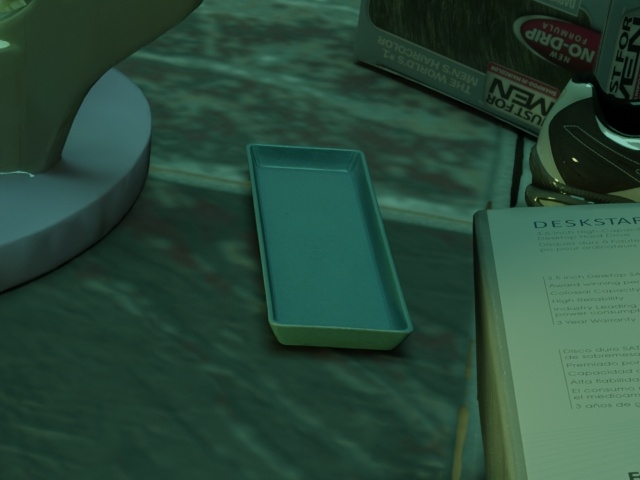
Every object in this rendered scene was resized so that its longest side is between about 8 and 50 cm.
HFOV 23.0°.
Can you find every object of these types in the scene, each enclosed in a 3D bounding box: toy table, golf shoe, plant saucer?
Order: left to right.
[{"bbox_3d":[-0.180,-0.096,0.783,0.252,0.161,0.274,9,29,3],"label":"toy table"},{"bbox_3d":[0.000,0.000,0.797,0.067,0.018,0.192,3,27,-8],"label":"plant saucer"},{"bbox_3d":[0.212,-0.036,0.837,0.198,0.094,0.077,9,27,0],"label":"golf shoe"}]

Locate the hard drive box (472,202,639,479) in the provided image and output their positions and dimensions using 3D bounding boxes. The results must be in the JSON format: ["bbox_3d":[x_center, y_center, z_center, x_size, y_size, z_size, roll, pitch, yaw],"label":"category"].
[{"bbox_3d":[0.146,0.068,0.517,0.181,0.089,0.232,-2,24,4],"label":"hard drive box"}]

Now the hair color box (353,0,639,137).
[{"bbox_3d":[0.217,-0.183,1.091,0.185,0.113,0.374,28,35,33],"label":"hair color box"}]
